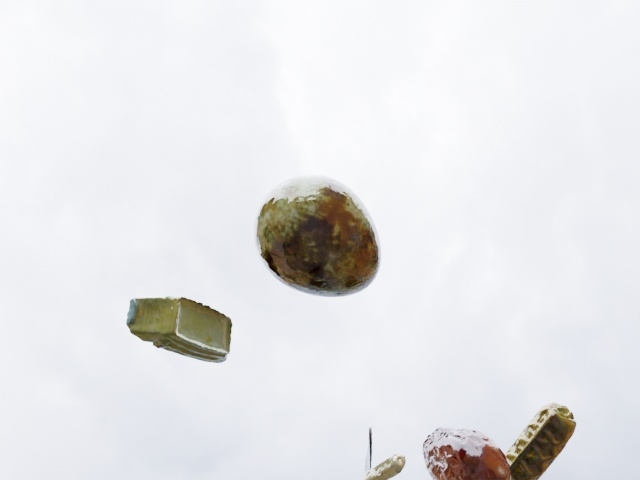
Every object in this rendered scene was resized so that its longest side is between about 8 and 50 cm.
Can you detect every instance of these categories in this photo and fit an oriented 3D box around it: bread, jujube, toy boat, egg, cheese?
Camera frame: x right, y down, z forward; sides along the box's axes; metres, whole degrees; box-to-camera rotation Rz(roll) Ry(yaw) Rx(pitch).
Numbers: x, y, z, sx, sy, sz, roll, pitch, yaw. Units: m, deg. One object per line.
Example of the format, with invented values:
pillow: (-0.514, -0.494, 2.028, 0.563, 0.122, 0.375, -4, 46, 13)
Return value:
bread: (0.536, 0.522, 1.732, 0.087, 0.098, 0.269, 33, -83, -19)
jujube: (0.323, 0.504, 1.569, 0.168, 0.236, 0.167, -4, -79, -20)
toy boat: (-0.283, 0.190, 1.491, 0.084, 0.111, 0.276, -21, -34, 31)
egg: (0.000, 0.000, 1.415, 0.238, 0.238, 0.289, -40, -73, 24)
cheese: (0.179, 0.664, 1.982, 0.043, 0.065, 0.194, 41, -48, 2)

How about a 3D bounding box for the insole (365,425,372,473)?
insole: (0.147, 0.652, 2.111, 0.012, 0.110, 0.309, -1, -34, 0)
